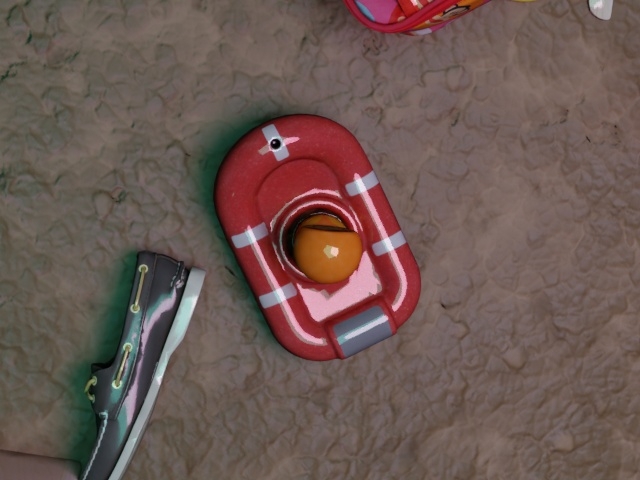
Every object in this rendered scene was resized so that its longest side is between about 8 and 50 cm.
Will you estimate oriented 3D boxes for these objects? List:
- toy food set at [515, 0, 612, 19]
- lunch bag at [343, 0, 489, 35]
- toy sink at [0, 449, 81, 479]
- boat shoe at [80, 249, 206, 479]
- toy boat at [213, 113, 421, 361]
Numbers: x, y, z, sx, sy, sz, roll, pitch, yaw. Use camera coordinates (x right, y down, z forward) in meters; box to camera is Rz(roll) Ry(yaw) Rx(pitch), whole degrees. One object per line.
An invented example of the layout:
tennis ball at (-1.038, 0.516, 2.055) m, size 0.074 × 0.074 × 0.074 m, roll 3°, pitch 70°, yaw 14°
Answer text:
toy food set at (0.189, -0.288, 1.127) m, size 0.218 × 0.071 × 0.128 m, roll 13°, pitch 94°, yaw -8°
lunch bag at (0.069, -0.329, 1.048) m, size 0.258 × 0.120 × 0.293 m, roll -28°, pitch 85°, yaw 26°
toy sink at (-0.300, 0.319, 1.091) m, size 0.131 × 0.153 × 0.234 m, roll 10°, pitch 96°, yaw -8°
boat shoe at (-0.176, 0.122, 1.125) m, size 0.069 × 0.081 × 0.228 m, roll 22°, pitch 86°, yaw -6°
toy boat at (0.000, 0.000, 1.094) m, size 0.151 × 0.151 × 0.231 m, roll -26°, pitch 99°, yaw -4°
